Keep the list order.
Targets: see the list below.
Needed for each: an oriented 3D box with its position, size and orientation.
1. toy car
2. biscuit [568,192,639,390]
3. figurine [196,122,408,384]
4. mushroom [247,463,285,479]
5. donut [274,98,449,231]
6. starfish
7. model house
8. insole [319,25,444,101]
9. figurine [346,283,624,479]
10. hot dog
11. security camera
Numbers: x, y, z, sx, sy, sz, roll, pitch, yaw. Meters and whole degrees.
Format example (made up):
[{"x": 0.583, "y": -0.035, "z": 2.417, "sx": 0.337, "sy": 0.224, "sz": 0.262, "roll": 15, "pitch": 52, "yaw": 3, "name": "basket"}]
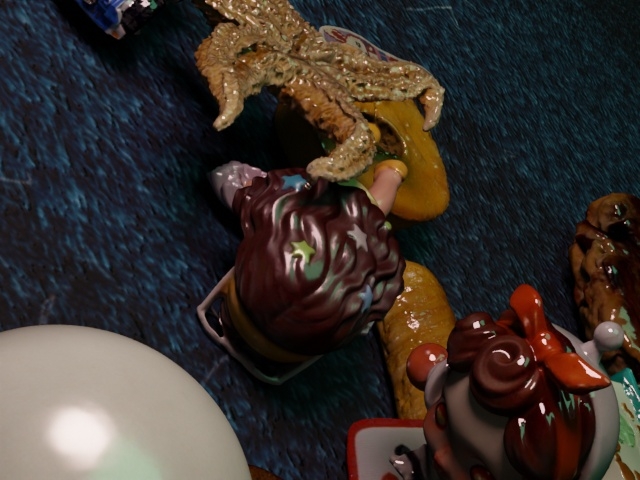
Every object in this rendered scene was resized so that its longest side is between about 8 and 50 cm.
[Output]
[{"x": -0.143, "y": -0.209, "z": 1.087, "sx": 0.080, "sy": 0.070, "sz": 0.170, "roll": 49, "pitch": 30, "yaw": -8, "name": "toy car"}, {"x": 0.352, "y": 0.107, "z": 1.453, "sx": 0.289, "sy": 0.081, "sz": 0.334, "roll": 28, "pitch": 42, "yaw": -39, "name": "biscuit"}, {"x": 0.000, "y": 0.000, "z": 1.019, "sx": 0.174, "sy": 0.116, "sz": 0.240, "roll": 47, "pitch": 29, "yaw": -12, "name": "figurine"}, {"x": -0.044, "y": 0.206, "z": 0.770, "sx": 0.135, "sy": 0.080, "sz": 0.170, "roll": 31, "pitch": 34, "yaw": -12, "name": "mushroom"}, {"x": 0.033, "y": -0.077, "z": 1.209, "sx": 0.178, "sy": 0.065, "sz": 0.162, "roll": 35, "pitch": 38, "yaw": -31, "name": "donut"}, {"x": -0.042, "y": -0.150, "z": 1.042, "sx": 0.302, "sy": 0.060, "sz": 0.299, "roll": 51, "pitch": 32, "yaw": 20, "name": "starfish"}, {"x": 0.235, "y": 0.181, "z": 1.181, "sx": 0.149, "sy": 0.100, "sz": 0.127, "roll": 21, "pitch": 42, "yaw": -46, "name": "model house"}, {"x": 0.066, "y": -0.176, "z": 1.422, "sx": 0.197, "sy": 0.004, "sz": 0.065, "roll": 16, "pitch": 45, "yaw": -47, "name": "insole"}, {"x": 0.120, "y": 0.129, "z": 0.885, "sx": 0.160, "sy": 0.226, "sz": 0.183, "roll": 3, "pitch": 48, "yaw": -11, "name": "figurine"}, {"x": 0.093, "y": 0.134, "z": 1.070, "sx": 0.088, "sy": 0.061, "sz": 0.285, "roll": 8, "pitch": 49, "yaw": -37, "name": "hot dog"}, {"x": -0.110, "y": 0.146, "z": 0.631, "sx": 0.195, "sy": 0.194, "sz": 0.236, "roll": 16, "pitch": 43, "yaw": -48, "name": "security camera"}]
